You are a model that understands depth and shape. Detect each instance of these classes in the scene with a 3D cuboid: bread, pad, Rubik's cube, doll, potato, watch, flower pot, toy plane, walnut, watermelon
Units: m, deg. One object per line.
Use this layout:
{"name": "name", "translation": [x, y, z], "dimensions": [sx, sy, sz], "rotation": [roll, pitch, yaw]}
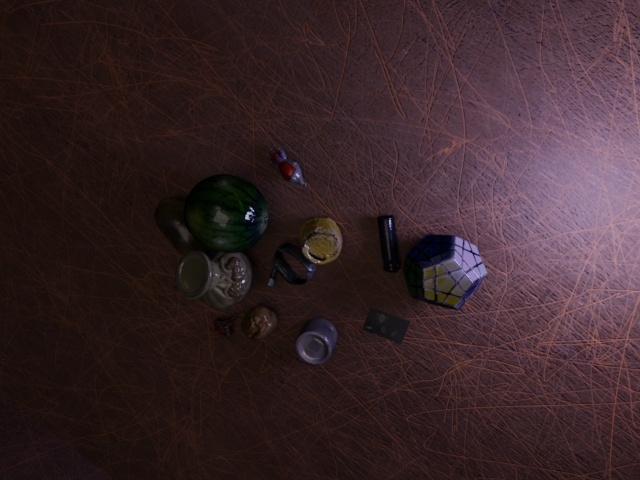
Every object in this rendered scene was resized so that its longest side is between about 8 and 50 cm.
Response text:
{"name": "bread", "translation": [0.000, 0.003, 1.726], "dimensions": [0.197, 0.170, 0.196], "rotation": [0, 107, 1]}
{"name": "pad", "translation": [0.302, 0.391, 1.843], "dimensions": [0.190, 0.004, 0.127], "rotation": [18, 109, 9]}
{"name": "Rubik's cube", "translation": [0.481, 0.123, 1.579], "dimensions": [0.319, 0.318, 0.264], "rotation": [-21, 127, 19]}
{"name": "doll", "translation": [-0.142, -0.309, 1.722], "dimensions": [0.227, 0.075, 0.102], "rotation": [42, 126, 11]}
{"name": "potato", "translation": [-0.640, -0.069, 1.871], "dimensions": [0.307, 0.173, 0.210], "rotation": [46, 113, -4]}
{"name": "watch", "translation": [-0.124, 0.106, 1.809], "dimensions": [0.206, 0.068, 0.193], "rotation": [54, 136, -2]}
{"name": "flower pot", "translation": [-0.486, 0.163, 1.807], "dimensions": [0.308, 0.244, 0.306], "rotation": [-4, 81, 31]}
{"name": "toy plane", "translation": [-0.475, 0.423, 2.029], "dimensions": [0.189, 0.061, 0.130], "rotation": [-44, 91, 17]}
{"name": "walnut", "translation": [-0.300, 0.402, 1.929], "dimensions": [0.184, 0.155, 0.155], "rotation": [-40, 92, 23]}
{"name": "watermelon", "translation": [-0.396, -0.114, 1.711], "dimensions": [0.364, 0.363, 0.362], "rotation": [4, 106, 14]}

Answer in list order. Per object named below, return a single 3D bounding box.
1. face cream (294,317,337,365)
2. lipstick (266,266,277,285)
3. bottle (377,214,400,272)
{"name": "face cream", "translation": [-0.019, 0.472, 1.872], "dimensions": [0.178, 0.153, 0.177], "rotation": [4, 106, 13]}
{"name": "lipstick", "translation": [-0.223, 0.159, 1.900], "dimensions": [0.037, 0.037, 0.115], "rotation": [22, 106, 8]}
{"name": "bottle", "translation": [0.293, 0.016, 1.701], "dimensions": [0.082, 0.072, 0.244], "rotation": [2, 107, 33]}
